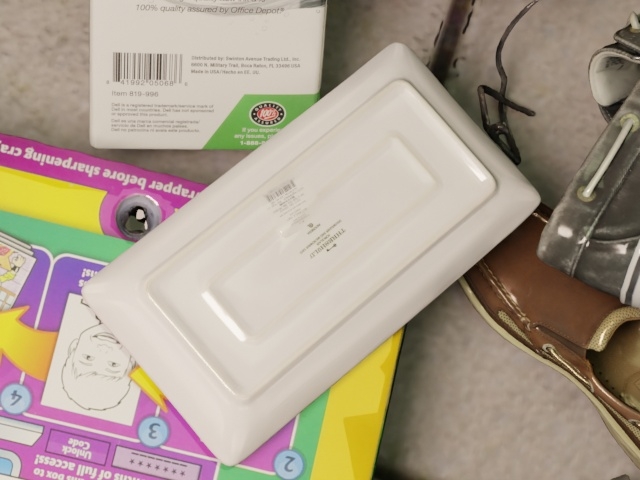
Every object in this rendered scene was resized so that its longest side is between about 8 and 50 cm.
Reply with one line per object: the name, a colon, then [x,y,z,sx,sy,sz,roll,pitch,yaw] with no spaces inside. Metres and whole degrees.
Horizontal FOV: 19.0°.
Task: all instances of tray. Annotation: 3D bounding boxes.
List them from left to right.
tray: [0.000,0.000,1.178,0.270,0.030,0.145,-39,83,-18]

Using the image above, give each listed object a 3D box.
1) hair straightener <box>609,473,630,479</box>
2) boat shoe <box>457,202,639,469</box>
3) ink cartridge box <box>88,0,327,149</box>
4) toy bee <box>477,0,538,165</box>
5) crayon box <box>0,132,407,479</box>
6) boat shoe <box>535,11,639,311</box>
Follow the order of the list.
hair straightener: [0.136,0.214,1.255,0.230,0.047,0.089,-13,93,-15]
boat shoe: [0.187,0.053,1.264,0.257,0.095,0.095,44,76,4]
ink cartridge box: [-0.072,-0.166,1.223,0.153,0.208,0.087,1,36,-7]
toy bee: [0.121,-0.227,1.266,0.162,0.298,0.195,-27,36,16]
crayon box: [-0.146,0.113,1.203,0.362,0.106,0.313,14,77,-4]
boat shoe: [0.237,-0.105,1.269,0.119,0.121,0.335,22,55,8]
